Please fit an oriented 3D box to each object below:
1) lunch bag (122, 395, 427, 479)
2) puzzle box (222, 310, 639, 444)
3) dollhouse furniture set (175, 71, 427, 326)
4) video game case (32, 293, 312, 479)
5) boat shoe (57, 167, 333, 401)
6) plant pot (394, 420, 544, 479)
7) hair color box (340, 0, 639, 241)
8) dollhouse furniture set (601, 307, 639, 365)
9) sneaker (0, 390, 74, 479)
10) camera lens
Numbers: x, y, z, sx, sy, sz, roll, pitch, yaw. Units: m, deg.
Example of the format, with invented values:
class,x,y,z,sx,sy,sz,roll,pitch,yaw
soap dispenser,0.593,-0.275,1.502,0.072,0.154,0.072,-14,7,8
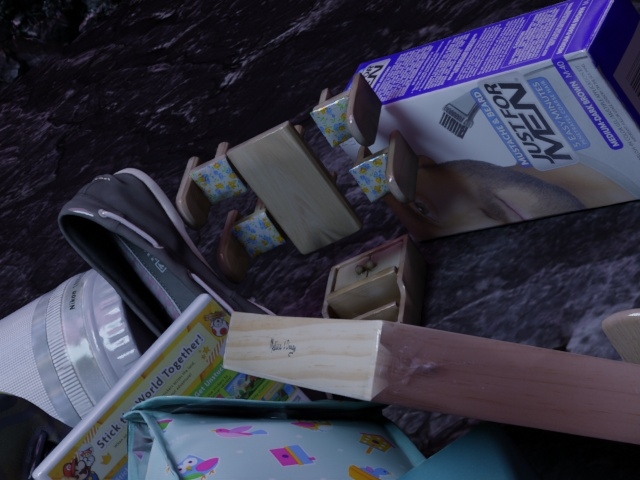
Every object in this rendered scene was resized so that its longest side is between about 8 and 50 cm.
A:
class,x,y,z,sx,sy,sz,roll,pitch,yaw
lunch bag,-0.037,0.207,1.277,0.223,0.160,0.262,2,23,-16
puzzle box,0.104,0.099,1.152,0.409,0.272,0.052,175,105,-73
dollhouse furniture set,0.000,0.000,1.569,0.212,0.242,0.161,-24,28,23
video game case,-0.111,0.199,1.430,0.227,0.206,0.026,-47,15,-18
boat shoe,-0.128,0.076,1.536,0.095,0.335,0.112,-33,-12,-48
plant pot,0.119,0.281,1.051,0.165,0.165,0.234,-34,32,9
hair color box,0.190,-0.117,1.583,0.339,0.185,0.110,-11,38,46
dollhouse furniture set,0.376,-0.042,1.192,0.286,0.198,0.303,-12,35,44
sneaker,-0.219,0.219,1.463,0.121,0.300,0.111,-3,65,36
camera lens,-0.258,0.163,1.671,0.274,0.219,0.219,-29,27,19
